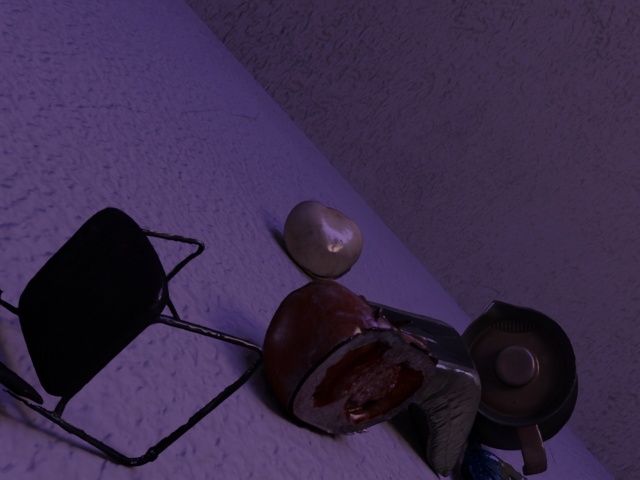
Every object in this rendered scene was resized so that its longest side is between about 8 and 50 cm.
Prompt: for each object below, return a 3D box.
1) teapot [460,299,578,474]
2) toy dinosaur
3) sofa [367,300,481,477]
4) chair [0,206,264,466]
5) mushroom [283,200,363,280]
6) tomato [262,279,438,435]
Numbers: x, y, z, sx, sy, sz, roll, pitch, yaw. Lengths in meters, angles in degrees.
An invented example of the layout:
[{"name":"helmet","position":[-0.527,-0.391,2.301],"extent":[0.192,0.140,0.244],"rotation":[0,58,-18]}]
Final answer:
[{"name":"teapot","position":[0.341,0.263,1.745],"extent":[0.344,0.253,0.300],"rotation":[53,25,-73]},{"name":"toy dinosaur","position":[0.265,0.377,1.554],"extent":[0.147,0.076,0.363],"rotation":[46,10,-4]},{"name":"sofa","position":[0.113,0.218,1.521],"extent":[0.225,0.176,0.210],"rotation":[15,19,-14]},{"name":"chair","position":[-0.176,0.050,0.719],"extent":[0.221,0.145,0.140],"rotation":[35,15,-48]},{"name":"mushroom","position":[0.000,0.000,1.795],"extent":[0.154,0.122,0.154],"rotation":[16,52,-21]},{"name":"tomato","position":[0.020,0.126,1.197],"extent":[0.155,0.181,0.214],"rotation":[49,4,37]}]
